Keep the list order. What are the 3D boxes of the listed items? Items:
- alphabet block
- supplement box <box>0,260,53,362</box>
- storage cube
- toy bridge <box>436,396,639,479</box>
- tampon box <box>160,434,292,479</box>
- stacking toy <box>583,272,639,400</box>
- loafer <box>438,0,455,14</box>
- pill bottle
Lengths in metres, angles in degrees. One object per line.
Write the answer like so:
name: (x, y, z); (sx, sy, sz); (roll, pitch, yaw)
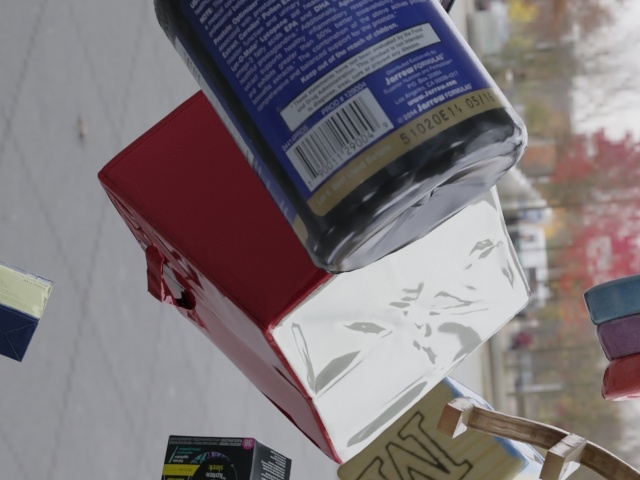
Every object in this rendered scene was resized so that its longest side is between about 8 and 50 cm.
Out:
alphabet block: (0.176, 0.317, 1.973); (0.193, 0.197, 0.192); (45, 5, 33)
supplement box: (-0.333, 0.070, 1.544); (0.083, 0.083, 0.056); (-87, -157, -61)
storage cube: (0.000, 0.000, 1.008); (0.193, 0.215, 0.183); (40, -17, 37)
toy bridge: (0.184, 0.163, 1.109); (0.063, 0.188, 0.026); (-13, 122, -63)
tampon box: (-0.115, 0.314, 1.697); (0.101, 0.120, 0.161); (41, 51, -56)
stacking toy: (0.353, 0.030, 1.091); (0.309, 0.280, 0.130); (137, -54, -73)
loafer: (0.052, -0.137, 1.407); (0.109, 0.095, 0.302); (44, -57, 36)
pill bottle: (-0.006, -0.103, 0.732); (0.219, 0.123, 0.123); (57, 3, 11)
